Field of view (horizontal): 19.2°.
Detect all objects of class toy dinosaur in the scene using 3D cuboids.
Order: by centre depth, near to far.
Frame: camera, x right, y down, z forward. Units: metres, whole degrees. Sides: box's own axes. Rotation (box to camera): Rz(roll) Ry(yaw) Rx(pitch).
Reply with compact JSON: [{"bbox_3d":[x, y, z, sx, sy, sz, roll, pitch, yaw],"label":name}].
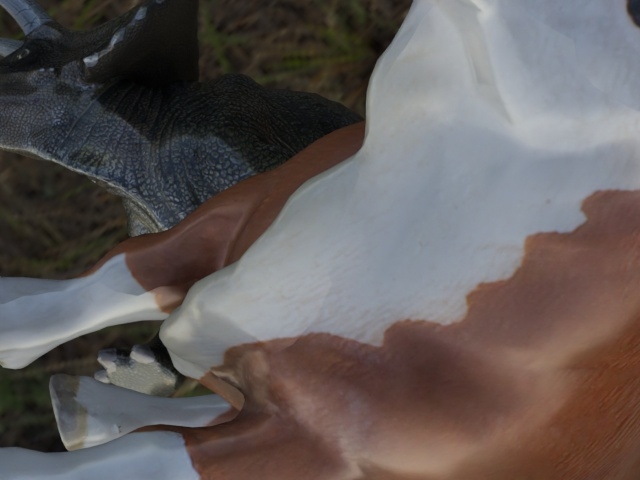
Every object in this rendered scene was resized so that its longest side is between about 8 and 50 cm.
[{"bbox_3d":[0.000,0.000,0.727,0.313,0.160,0.121,26,137,-28],"label":"toy dinosaur"}]

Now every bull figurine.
[{"bbox_3d":[0.014,0.030,0.451,0.188,0.101,0.310,-12,153,3],"label":"bull figurine"}]
